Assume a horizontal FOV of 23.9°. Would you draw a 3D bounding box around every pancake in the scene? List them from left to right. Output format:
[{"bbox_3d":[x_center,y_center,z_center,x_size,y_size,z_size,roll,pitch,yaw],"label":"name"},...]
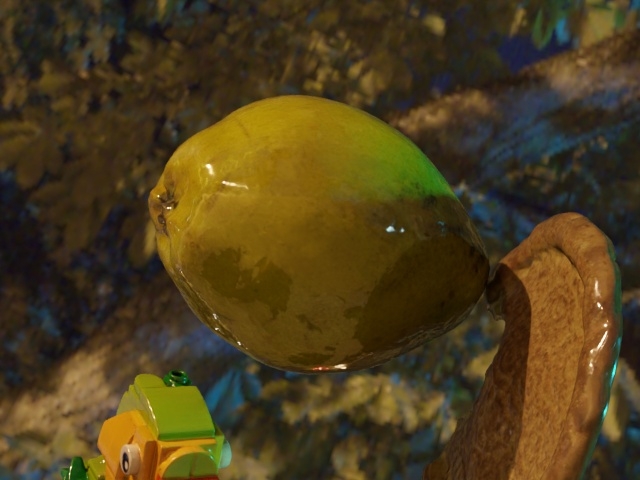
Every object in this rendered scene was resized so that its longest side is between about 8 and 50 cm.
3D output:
[{"bbox_3d":[0.144,0.118,1.125,0.033,0.286,0.288,18,-51,-16],"label":"pancake"}]

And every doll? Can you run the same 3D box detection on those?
[{"bbox_3d":[-0.117,0.165,0.998,0.106,0.134,0.186,1,-37,-26],"label":"doll"}]

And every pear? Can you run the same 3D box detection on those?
[{"bbox_3d":[0.000,0.000,1.165,0.269,0.212,0.212,15,-36,-23],"label":"pear"}]
